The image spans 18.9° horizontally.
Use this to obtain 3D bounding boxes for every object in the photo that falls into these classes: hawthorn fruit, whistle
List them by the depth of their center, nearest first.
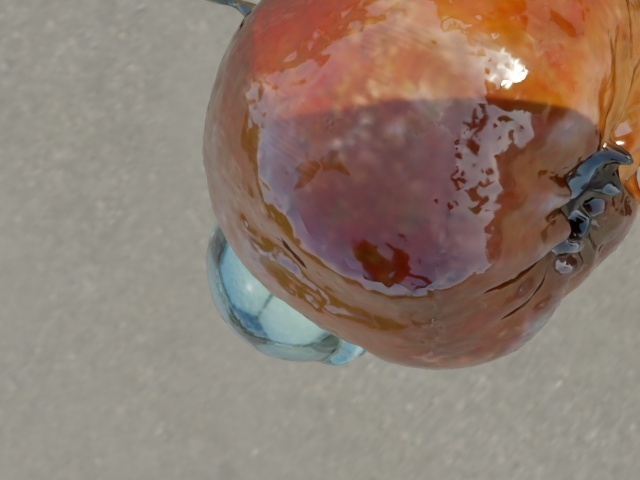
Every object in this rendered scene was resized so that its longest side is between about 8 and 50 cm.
[{"bbox_3d":[0.033,-0.072,0.978,0.272,0.242,0.242,27,122,30],"label":"hawthorn fruit"},{"bbox_3d":[0.000,0.000,1.429,0.163,0.163,0.289,41,144,8],"label":"whistle"}]
